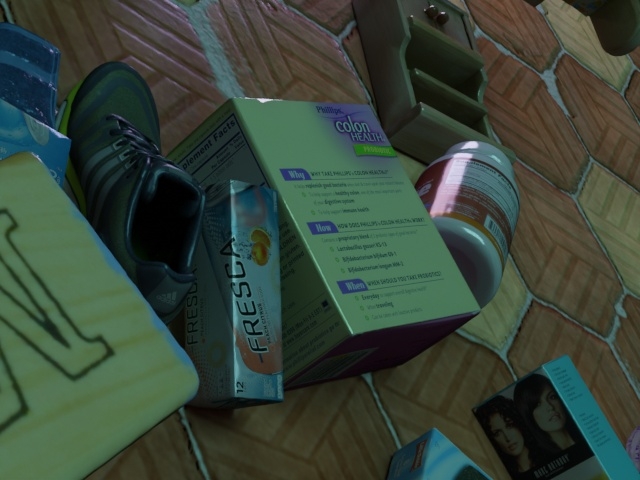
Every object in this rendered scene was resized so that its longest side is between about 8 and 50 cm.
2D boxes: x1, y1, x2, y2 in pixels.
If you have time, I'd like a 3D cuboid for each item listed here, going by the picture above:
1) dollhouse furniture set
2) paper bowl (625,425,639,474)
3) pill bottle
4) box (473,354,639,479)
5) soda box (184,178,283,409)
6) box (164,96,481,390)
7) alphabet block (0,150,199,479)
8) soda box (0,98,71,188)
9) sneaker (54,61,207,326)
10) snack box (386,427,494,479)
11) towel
[{"bbox_3d":[0.242,-0.290,1.534,0.362,0.394,0.256,22,44,-38],"label":"dollhouse furniture set"},{"bbox_3d":[0.435,0.316,1.416,0.284,0.148,0.284,31,39,-29],"label":"paper bowl"},{"bbox_3d":[0.151,-0.020,1.416,0.121,0.121,0.216,44,33,-12],"label":"pill bottle"},{"bbox_3d":[0.263,0.247,1.315,0.060,0.100,0.244,-12,68,-54],"label":"box"},{"bbox_3d":[-0.073,0.046,1.077,0.058,0.063,0.183,11,71,-46],"label":"soda box"},{"bbox_3d":[0.000,0.000,1.214,0.214,0.117,0.243,-6,64,-53],"label":"box"},{"bbox_3d":[-0.228,0.091,0.780,0.193,0.192,0.197,52,31,3],"label":"alphabet block"},{"bbox_3d":[-0.295,-0.086,0.973,0.210,0.071,0.067,31,39,-29],"label":"soda box"},{"bbox_3d":[-0.146,-0.038,1.065,0.111,0.121,0.300,23,43,-38],"label":"sneaker"},{"bbox_3d":[0.115,0.329,1.090,0.187,0.060,0.322,43,34,-14],"label":"snack box"},{"bbox_3d":[-0.255,-0.135,1.110,0.067,0.029,0.119,27,40,-32],"label":"towel"}]
